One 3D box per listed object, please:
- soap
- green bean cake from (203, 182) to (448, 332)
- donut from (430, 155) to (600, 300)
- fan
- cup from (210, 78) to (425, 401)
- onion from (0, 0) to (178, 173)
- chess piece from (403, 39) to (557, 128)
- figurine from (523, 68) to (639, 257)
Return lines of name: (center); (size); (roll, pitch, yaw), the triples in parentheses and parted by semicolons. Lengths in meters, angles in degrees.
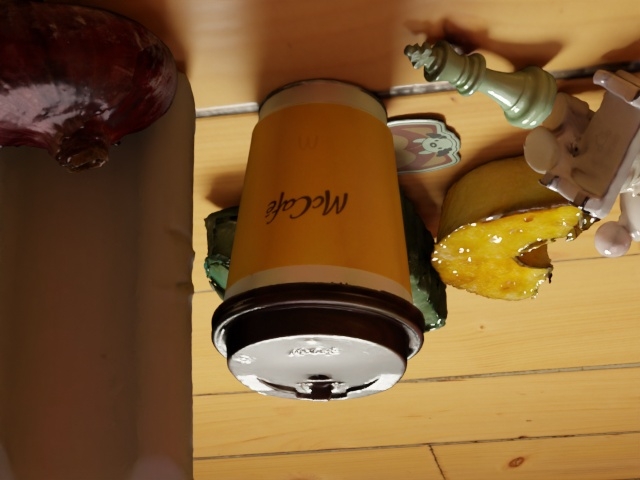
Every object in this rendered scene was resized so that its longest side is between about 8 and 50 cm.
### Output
soap: (-0.240, 0.086, 1.110); (0.213, 0.435, 0.350); (4, 159, -13)
green bean cake: (0.010, 0.029, 1.365); (0.241, 0.132, 0.255); (-8, 153, 20)
donut: (0.199, -0.016, 1.304); (0.152, 0.101, 0.259); (2, 157, -9)
fan: (0.040, -0.089, 1.239); (0.220, 0.009, 0.132); (-8, 156, 14)
cup: (0.000, 0.000, 1.094); (0.196, 0.279, 0.196); (2, 154, 1)
onion: (-0.210, -0.139, 0.952); (0.206, 0.151, 0.098); (-8, 147, -28)
chess piece: (0.139, -0.148, 1.056); (0.149, 0.059, 0.059); (16, 152, -23)
figurine: (0.341, -0.066, 1.134); (0.257, 0.182, 0.144); (17, 177, -27)
